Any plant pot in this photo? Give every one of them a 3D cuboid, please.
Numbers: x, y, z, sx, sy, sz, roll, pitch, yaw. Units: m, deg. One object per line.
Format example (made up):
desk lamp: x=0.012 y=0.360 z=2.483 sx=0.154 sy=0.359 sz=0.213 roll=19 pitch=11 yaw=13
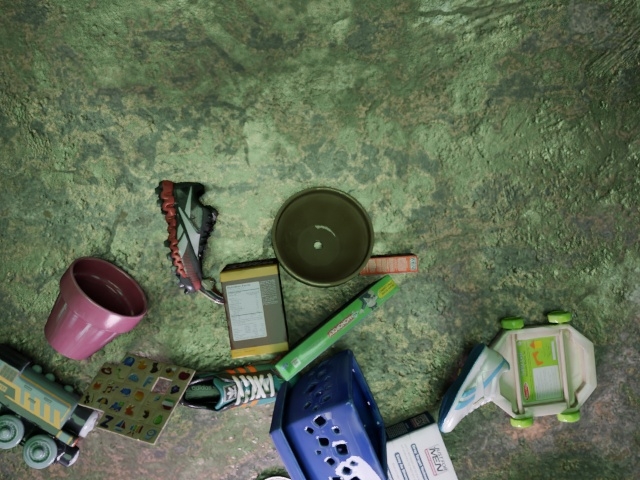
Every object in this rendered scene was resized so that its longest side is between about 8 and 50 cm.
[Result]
plant pot: x=0.000 y=0.000 z=1.758 sx=0.237 sy=0.110 sz=0.238 roll=2 pitch=77 yaw=-8
plant pot: x=0.016 y=0.425 z=1.700 sx=0.212 sy=0.236 sz=0.236 roll=-21 pitch=108 yaw=10
plant pot: x=-0.531 y=0.168 z=1.723 sx=0.201 sy=0.201 sz=0.180 roll=40 pitch=106 yaw=-4

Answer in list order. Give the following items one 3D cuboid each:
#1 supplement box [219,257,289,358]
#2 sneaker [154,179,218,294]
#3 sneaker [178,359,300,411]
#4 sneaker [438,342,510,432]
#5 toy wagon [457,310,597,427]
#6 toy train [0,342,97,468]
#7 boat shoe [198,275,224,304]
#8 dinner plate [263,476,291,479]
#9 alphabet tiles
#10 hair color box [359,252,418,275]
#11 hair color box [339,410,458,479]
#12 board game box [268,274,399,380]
supplement box: x=-0.149 y=0.150 z=1.732 sx=0.129 sy=0.191 sz=0.194 roll=-8 pitch=94 yaw=-2
sneaker: x=-0.298 y=-0.016 z=1.746 sx=0.135 sy=0.097 sz=0.276 roll=-11 pitch=80 yaw=-6
sneaker: x=-0.196 y=0.355 z=1.777 sx=0.302 sy=0.121 sz=0.108 roll=-8 pitch=92 yaw=-4
sneaker: x=0.357 y=0.359 z=1.760 sx=0.092 sy=0.087 sz=0.229 roll=31 pitch=94 yaw=-6
toy wagon: x=0.499 y=0.318 z=1.839 sx=0.344 sy=0.068 sz=0.268 roll=-7 pitch=94 yaw=-1
toy train: x=-0.690 y=0.389 z=1.753 sx=0.333 sy=0.142 sz=0.190 roll=33 pitch=82 yaw=-5
boat shoe: x=-0.279 y=0.103 z=1.797 sx=0.137 sy=0.049 sz=0.043 roll=35 pitch=89 yaw=0
dinner plate: x=-0.106 y=0.651 z=1.852 sx=0.141 sy=0.017 sz=0.141 roll=0 pitch=93 yaw=-2
alphabet tiles: x=-0.434 y=0.356 z=1.729 sx=0.237 sy=0.009 sz=0.198 roll=9 pitch=50 yaw=22
hair color box: x=0.159 y=0.057 z=1.803 sx=0.141 sy=0.072 sz=0.043 roll=-3 pitch=94 yaw=-4
hair color box: x=0.142 y=0.567 z=1.815 sx=0.347 sy=0.105 sz=0.174 roll=-21 pitch=94 yaw=-1
board game box: x=0.024 y=0.200 z=1.703 sx=0.317 sy=0.213 sz=0.046 roll=-37 pitch=88 yaw=-11
